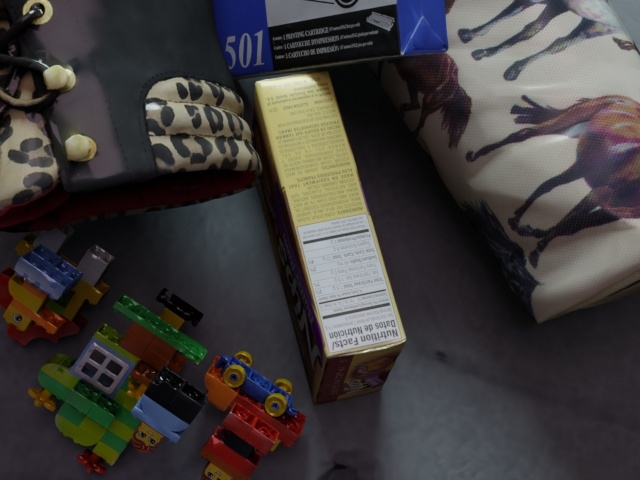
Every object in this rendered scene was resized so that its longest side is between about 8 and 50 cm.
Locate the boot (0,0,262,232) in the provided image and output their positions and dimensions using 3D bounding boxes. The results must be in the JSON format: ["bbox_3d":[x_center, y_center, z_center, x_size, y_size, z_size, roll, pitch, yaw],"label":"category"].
[{"bbox_3d":[-0.193,-0.151,0.613,0.377,0.138,0.284,-7,81,-48],"label":"boot"}]

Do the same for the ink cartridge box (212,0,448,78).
[{"bbox_3d":[-0.013,-0.159,0.722,0.046,0.207,0.097,-12,99,-41],"label":"ink cartridge box"}]

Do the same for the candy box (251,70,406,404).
[{"bbox_3d":[0.000,0.000,0.714,0.053,0.109,0.187,-10,69,-10],"label":"candy box"}]

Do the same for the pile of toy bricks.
[{"bbox_3d":[-0.122,0.092,0.679,0.212,0.118,0.105,35,106,-2],"label":"pile of toy bricks"}]

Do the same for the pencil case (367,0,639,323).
[{"bbox_3d":[0.126,-0.137,0.745,0.183,0.160,0.410,-32,75,9],"label":"pencil case"}]
